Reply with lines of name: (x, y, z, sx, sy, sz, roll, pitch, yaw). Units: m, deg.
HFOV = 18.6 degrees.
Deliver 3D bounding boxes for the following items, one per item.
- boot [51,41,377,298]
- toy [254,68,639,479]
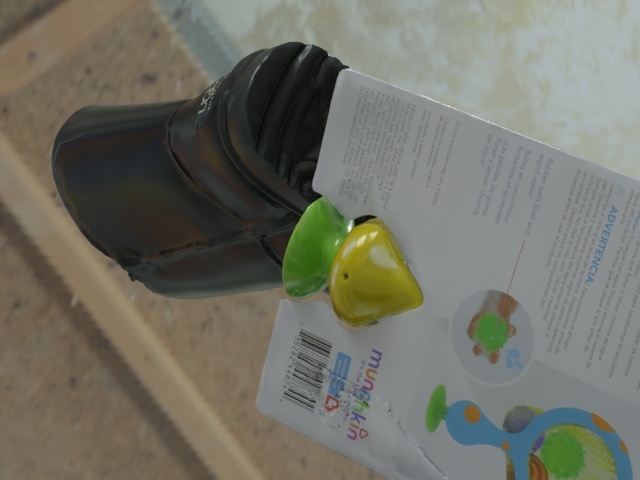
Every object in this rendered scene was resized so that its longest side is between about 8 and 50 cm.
boot: (0.000, 0.000, 0.992, 0.246, 0.094, 0.207, 37, -24, -23)
toy: (0.097, 0.040, 0.676, 0.237, 0.056, 0.137, 23, -72, 25)
